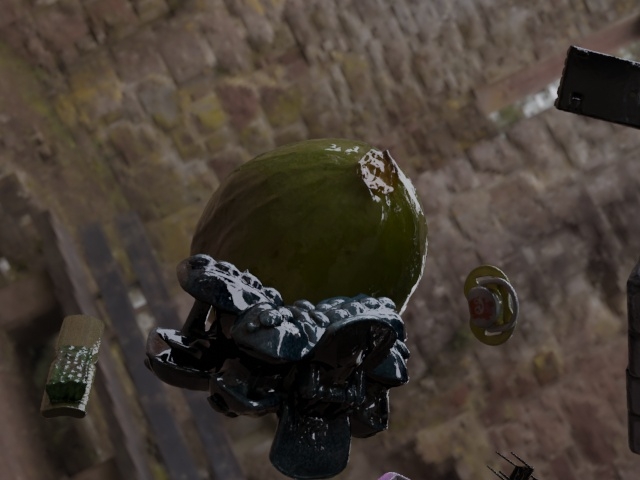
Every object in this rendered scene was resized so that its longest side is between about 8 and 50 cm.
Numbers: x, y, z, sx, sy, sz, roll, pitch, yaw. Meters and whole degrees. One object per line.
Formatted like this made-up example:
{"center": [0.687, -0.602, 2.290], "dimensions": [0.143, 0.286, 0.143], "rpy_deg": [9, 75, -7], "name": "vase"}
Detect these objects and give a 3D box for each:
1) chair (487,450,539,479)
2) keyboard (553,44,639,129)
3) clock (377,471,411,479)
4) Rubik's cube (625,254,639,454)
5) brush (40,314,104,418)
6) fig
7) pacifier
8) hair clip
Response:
{"center": [0.252, 0.299, 1.604], "dimensions": [0.086, 0.037, 0.042], "rpy_deg": [41, -16, -21], "name": "chair"}
{"center": [0.481, -0.200, 1.860], "dimensions": [0.027, 0.317, 0.106], "rpy_deg": [-161, -98, -68], "name": "keyboard"}
{"center": [0.125, 0.390, 1.644], "dimensions": [0.197, 0.150, 0.063], "rpy_deg": [21, -58, 32], "name": "clock"}
{"center": [0.597, 0.098, 1.609], "dimensions": [0.344, 0.344, 0.337], "rpy_deg": [13, -43, 28], "name": "Rubik's cube"}
{"center": [-0.293, 0.137, 1.526], "dimensions": [0.282, 0.054, 0.048], "rpy_deg": [-108, -154, -73], "name": "brush"}
{"center": [-0.005, 0.009, 1.778], "dimensions": [0.343, 0.343, 0.343], "rpy_deg": [63, -3, 6], "name": "fig"}
{"center": [0.184, 0.065, 1.313], "dimensions": [0.064, 0.068, 0.083], "rpy_deg": [-7, 85, -49], "name": "pacifier"}
{"center": [-0.029, 0.131, 1.392], "dimensions": [0.310, 0.194, 0.206], "rpy_deg": [13, 14, -35], "name": "hair clip"}
